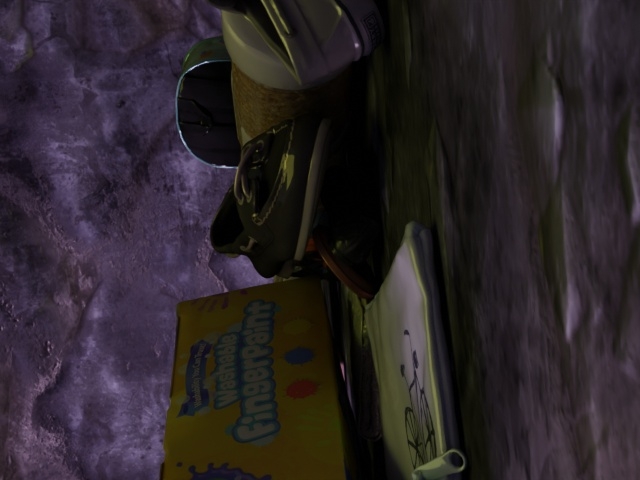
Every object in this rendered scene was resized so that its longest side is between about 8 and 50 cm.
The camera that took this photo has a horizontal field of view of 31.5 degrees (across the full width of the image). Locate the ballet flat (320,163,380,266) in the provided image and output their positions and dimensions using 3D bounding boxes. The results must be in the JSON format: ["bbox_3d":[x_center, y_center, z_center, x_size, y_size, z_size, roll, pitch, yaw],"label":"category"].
[{"bbox_3d":[0.032,-0.029,1.047,0.057,0.049,0.173,42,-163,-21],"label":"ballet flat"}]

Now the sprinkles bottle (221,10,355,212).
[{"bbox_3d":[-0.026,-0.138,1.098,0.355,0.121,0.121,93,172,-70],"label":"sprinkles bottle"}]

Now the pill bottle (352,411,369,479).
[{"bbox_3d":[-0.014,0.262,1.420,0.245,0.130,0.130,-104,10,-69],"label":"pill bottle"}]

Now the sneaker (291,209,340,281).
[{"bbox_3d":[0.000,0.000,1.385,0.221,0.083,0.087,127,151,-77],"label":"sneaker"}]

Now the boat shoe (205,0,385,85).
[{"bbox_3d":[-0.061,-0.218,0.885,0.267,0.088,0.096,50,168,23],"label":"boat shoe"}]

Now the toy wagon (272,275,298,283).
[{"bbox_3d":[-0.040,0.049,1.623,0.344,0.068,0.267,110,170,-55],"label":"toy wagon"}]

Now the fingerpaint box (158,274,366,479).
[{"bbox_3d":[-0.025,0.303,1.041,0.445,0.163,0.371,-98,-4,-64],"label":"fingerpaint box"}]

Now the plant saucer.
[{"bbox_3d":[0.024,0.018,1.040,0.083,0.013,0.083,46,-164,-17],"label":"plant saucer"}]

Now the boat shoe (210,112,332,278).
[{"bbox_3d":[-0.055,-0.033,1.057,0.335,0.096,0.112,114,168,-74],"label":"boat shoe"}]

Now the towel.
[{"bbox_3d":[0.043,0.108,1.097,0.110,0.027,0.148,-99,5,-63],"label":"towel"}]

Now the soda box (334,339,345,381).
[{"bbox_3d":[-0.001,0.188,1.655,0.183,0.063,0.058,-123,29,-83],"label":"soda box"}]

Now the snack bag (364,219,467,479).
[{"bbox_3d":[0.062,0.177,0.785,0.323,0.037,0.342,97,167,-77],"label":"snack bag"}]

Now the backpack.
[{"bbox_3d":[-0.077,-0.171,1.344,0.144,0.188,0.166,-99,5,-51],"label":"backpack"}]
